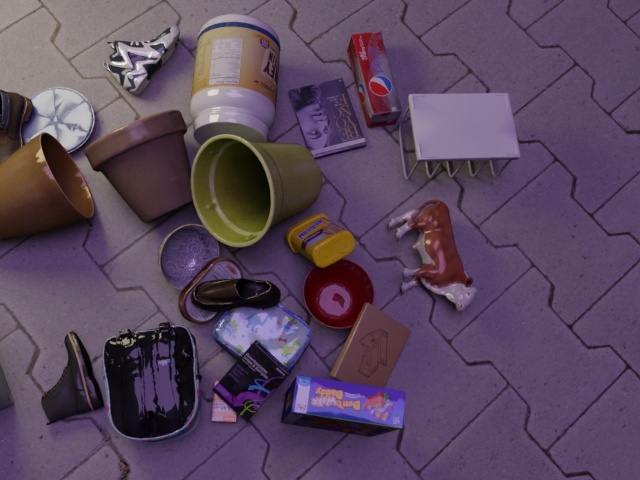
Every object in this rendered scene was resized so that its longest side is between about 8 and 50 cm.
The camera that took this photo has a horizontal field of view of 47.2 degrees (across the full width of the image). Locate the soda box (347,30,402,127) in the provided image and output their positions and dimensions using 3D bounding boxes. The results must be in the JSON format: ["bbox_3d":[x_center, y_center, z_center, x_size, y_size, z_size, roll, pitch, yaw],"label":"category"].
[{"bbox_3d":[0.152,-0.460,2.091,0.092,0.083,0.263,-9,73,-10],"label":"soda box"}]

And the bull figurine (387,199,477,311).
[{"bbox_3d":[0.296,0.047,1.933,0.188,0.101,0.310,-9,74,-8],"label":"bull figurine"}]

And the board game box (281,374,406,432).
[{"bbox_3d":[0.040,0.381,1.662,0.233,0.347,0.078,9,72,-3],"label":"board game box"}]

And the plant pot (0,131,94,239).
[{"bbox_3d":[-0.735,-0.107,1.811,0.254,0.237,0.237,-26,76,0],"label":"plant pot"}]

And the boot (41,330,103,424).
[{"bbox_3d":[-0.616,0.329,1.750,0.137,0.077,0.198,-21,74,-7],"label":"boot"}]

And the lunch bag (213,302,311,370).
[{"bbox_3d":[-0.140,0.234,1.825,0.219,0.090,0.176,34,72,6],"label":"lunch bag"}]

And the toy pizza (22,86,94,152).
[{"bbox_3d":[-0.706,-0.316,1.966,0.201,0.032,0.201,1,74,-2],"label":"toy pizza"}]

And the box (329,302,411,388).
[{"bbox_3d":[0.126,0.278,1.820,0.164,0.021,0.201,34,77,-32],"label":"box"}]

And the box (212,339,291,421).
[{"bbox_3d":[-0.164,0.334,1.746,0.116,0.029,0.162,41,98,4],"label":"box"}]

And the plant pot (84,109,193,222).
[{"bbox_3d":[-0.427,-0.177,1.864,0.263,0.263,0.229,-27,94,-14],"label":"plant pot"}]

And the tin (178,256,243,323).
[{"bbox_3d":[-0.275,0.126,1.850,0.189,0.040,0.106,-50,117,-18],"label":"tin"}]

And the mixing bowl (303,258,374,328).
[{"bbox_3d":[0.042,0.144,1.872,0.181,0.098,0.181,2,72,-5],"label":"mixing bowl"}]

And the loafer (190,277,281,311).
[{"bbox_3d":[-0.208,0.119,1.777,0.220,0.078,0.080,-4,59,1],"label":"loafer"}]

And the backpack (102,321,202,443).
[{"bbox_3d":[-0.385,0.343,1.706,0.225,0.191,0.253,-9,66,-7],"label":"backpack"}]

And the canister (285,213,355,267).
[{"bbox_3d":[0.000,0.000,1.872,0.126,0.170,0.073,-29,116,-15],"label":"canister"}]

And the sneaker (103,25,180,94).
[{"bbox_3d":[-0.506,-0.533,2.030,0.153,0.094,0.235,34,81,-4],"label":"sneaker"}]

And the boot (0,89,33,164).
[{"bbox_3d":[-0.823,-0.283,1.887,0.082,0.106,0.219,8,81,21],"label":"boot"}]

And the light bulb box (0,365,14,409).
[{"bbox_3d":[-0.947,0.273,1.646,0.361,0.225,0.358,-23,76,-14],"label":"light bulb box"}]

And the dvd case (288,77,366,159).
[{"bbox_3d":[0.019,-0.346,2.073,0.165,0.018,0.221,-15,74,-12],"label":"dvd case"}]

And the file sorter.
[{"bbox_3d":[0.370,-0.277,2.010,0.278,0.173,0.192,-2,71,-8],"label":"file sorter"}]

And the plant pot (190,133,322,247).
[{"bbox_3d":[-0.140,-0.142,1.846,0.254,0.276,0.276,-19,71,-50],"label":"plant pot"}]

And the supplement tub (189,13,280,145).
[{"bbox_3d":[-0.227,-0.410,1.954,0.228,0.228,0.316,4,72,-5],"label":"supplement tub"}]

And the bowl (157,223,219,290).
[{"bbox_3d":[-0.349,0.034,1.856,0.170,0.080,0.170,-13,110,-37],"label":"bowl"}]

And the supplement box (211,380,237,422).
[{"bbox_3d":[-0.232,0.394,1.790,0.062,0.036,0.098,4,72,-5],"label":"supplement box"}]
